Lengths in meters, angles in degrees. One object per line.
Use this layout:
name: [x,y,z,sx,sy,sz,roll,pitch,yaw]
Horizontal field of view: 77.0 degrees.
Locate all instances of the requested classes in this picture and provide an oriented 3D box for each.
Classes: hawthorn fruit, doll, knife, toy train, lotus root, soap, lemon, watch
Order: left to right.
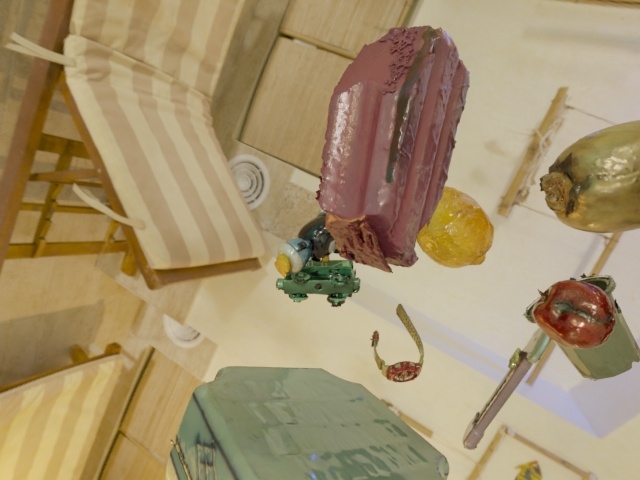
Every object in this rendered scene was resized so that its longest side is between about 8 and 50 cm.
toy train: [-0.008,0.137,1.306,0.154,0.270,0.115,-91,180,-73]
doll: [0.000,0.000,1.245,0.314,0.141,0.177,-36,171,-24]
soap: [0.092,-0.106,0.500,0.182,0.112,0.289,9,92,-52]
watch: [0.252,0.346,1.366,0.165,0.268,0.102,-12,135,-9]
lemon: [0.254,-0.028,0.792,0.142,0.187,0.142,-33,177,-2]
knife: [0.396,0.323,0.876,0.132,0.038,0.398,-27,140,-53]
hawthorn fruit: [0.312,0.091,0.503,0.093,0.093,0.093,-53,161,-28]
lotus root: [0.556,-0.118,0.695,0.310,0.182,0.182,-16,157,1]

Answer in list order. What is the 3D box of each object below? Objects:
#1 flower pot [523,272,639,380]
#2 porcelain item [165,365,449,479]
flower pot: [0.849,0.276,1.279,0.290,0.259,0.290,-32,175,-3]
porcelain item: [-0.018,0.283,0.481,0.286,0.281,0.157,15,97,-37]
